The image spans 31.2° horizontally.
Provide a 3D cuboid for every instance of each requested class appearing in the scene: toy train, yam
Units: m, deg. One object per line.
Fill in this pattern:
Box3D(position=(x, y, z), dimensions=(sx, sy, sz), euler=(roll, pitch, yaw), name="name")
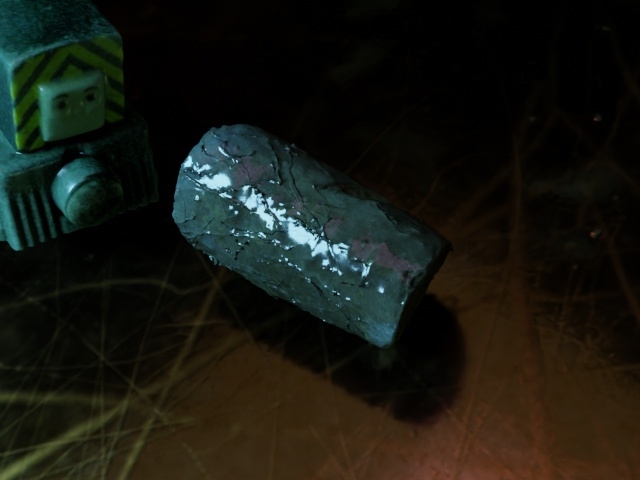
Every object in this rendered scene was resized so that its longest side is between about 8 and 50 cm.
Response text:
Box3D(position=(-0.243, -0.149, 0.859), dimensions=(0.138, 0.178, 0.330), euler=(-22, 51, -27), name="toy train")
Box3D(position=(0.000, 0.000, 0.757), dimensions=(0.183, 0.107, 0.107), euler=(31, 66, 27), name="yam")
